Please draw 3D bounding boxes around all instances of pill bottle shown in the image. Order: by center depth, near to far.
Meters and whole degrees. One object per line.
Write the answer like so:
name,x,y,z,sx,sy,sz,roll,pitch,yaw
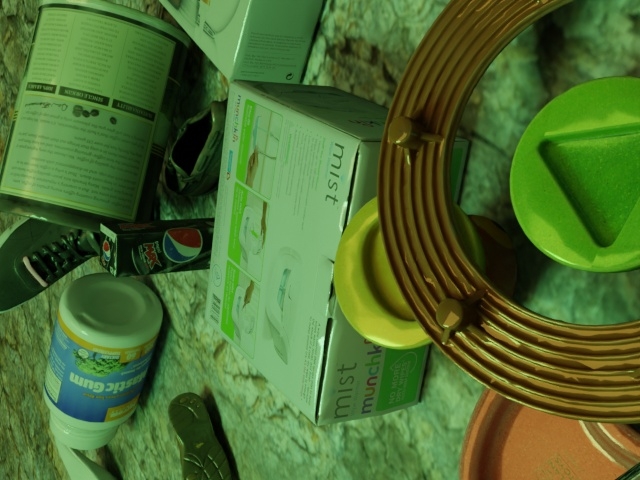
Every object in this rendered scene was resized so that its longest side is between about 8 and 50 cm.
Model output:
pill bottle,-0.343,0.195,1.365,0.152,0.152,0.272,54,136,39

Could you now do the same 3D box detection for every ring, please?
ring,0.170,-0.057,0.551,0.336,0.032,0.337,-9,76,38

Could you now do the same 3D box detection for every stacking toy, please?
stacking toy,0.190,0.058,0.625,0.279,0.130,0.309,-39,61,22

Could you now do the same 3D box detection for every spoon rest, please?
spoon rest,-0.410,0.396,1.553,0.137,0.084,0.276,-46,55,49

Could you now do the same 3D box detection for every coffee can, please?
coffee can,-0.295,-0.151,1.148,0.201,0.201,0.275,9,86,56

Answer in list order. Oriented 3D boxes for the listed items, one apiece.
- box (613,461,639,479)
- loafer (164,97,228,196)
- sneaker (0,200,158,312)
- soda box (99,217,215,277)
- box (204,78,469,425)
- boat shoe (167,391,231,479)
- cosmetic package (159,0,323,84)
box,0.192,0.299,0.477,0.295,0.073,0.293,-44,71,21
loafer,-0.147,-0.121,1.089,0.267,0.084,0.096,-26,72,55
sneaker,-0.361,0.005,1.287,0.147,0.296,0.104,15,141,48
soda box,-0.178,0.006,1.075,0.060,0.169,0.053,24,114,53
box,0.000,0.000,0.841,0.231,0.126,0.262,31,119,51
boat shoe,-0.156,0.293,1.183,0.060,0.064,0.178,83,168,-64
cosmetic package,-0.107,-0.387,0.992,0.377,0.097,0.284,50,130,42
